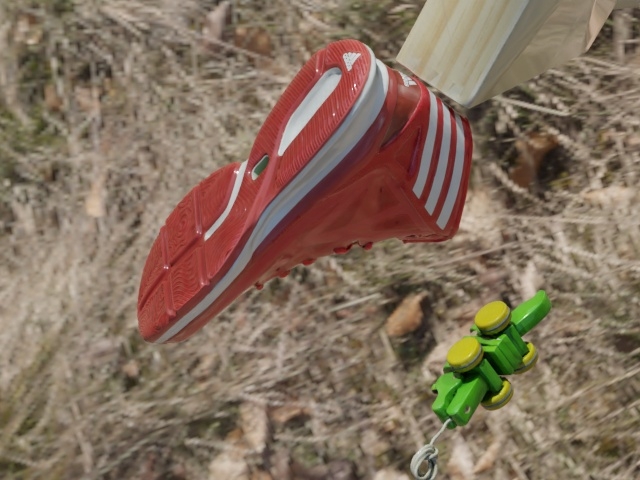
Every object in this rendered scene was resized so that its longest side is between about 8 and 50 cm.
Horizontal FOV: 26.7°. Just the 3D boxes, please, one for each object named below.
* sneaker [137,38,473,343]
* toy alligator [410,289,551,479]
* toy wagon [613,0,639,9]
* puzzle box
[{"bbox_3d":[0.000,0.000,0.752,0.221,0.128,0.087,-44,36,32],"label":"sneaker"},{"bbox_3d":[0.112,0.108,1.043,0.051,0.190,0.056,2,136,55],"label":"toy alligator"},{"bbox_3d":[0.251,-0.280,1.020,0.344,0.068,0.267,37,78,22],"label":"toy wagon"},{"bbox_3d":[0.198,-0.274,0.740,0.052,0.272,0.409,34,115,14],"label":"puzzle box"}]
